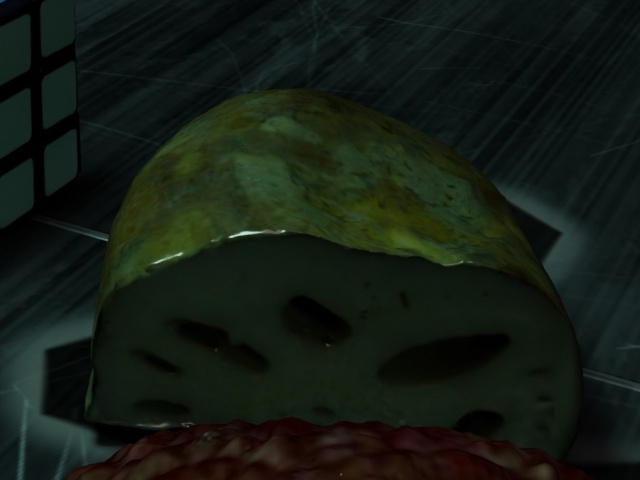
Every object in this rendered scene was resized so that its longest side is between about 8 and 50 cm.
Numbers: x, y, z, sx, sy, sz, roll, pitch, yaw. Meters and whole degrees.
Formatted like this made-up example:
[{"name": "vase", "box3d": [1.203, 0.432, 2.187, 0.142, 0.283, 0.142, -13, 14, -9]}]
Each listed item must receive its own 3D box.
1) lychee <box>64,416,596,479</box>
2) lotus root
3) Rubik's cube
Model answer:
[{"name": "lychee", "box3d": [0.006, 0.172, 0.483, 0.261, 0.260, 0.260, 4, 28, -2]}, {"name": "lotus root", "box3d": [0.012, -0.005, 0.920, 0.267, 0.149, 0.260, 6, 29, -4]}, {"name": "Rubik's cube", "box3d": [-0.267, -0.096, 1.026, 0.160, 0.163, 0.162, 16, 34, 21]}]
